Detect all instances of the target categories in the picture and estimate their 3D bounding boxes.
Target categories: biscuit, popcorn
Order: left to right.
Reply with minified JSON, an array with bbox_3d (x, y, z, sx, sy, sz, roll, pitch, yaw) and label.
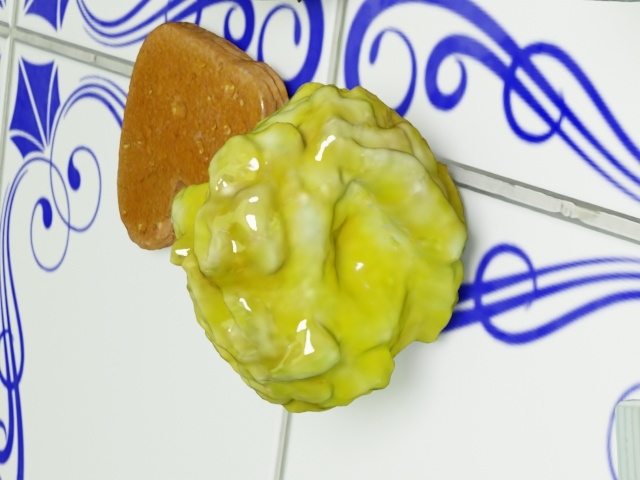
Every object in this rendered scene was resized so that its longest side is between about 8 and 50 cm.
[{"bbox_3d":[-0.090,-0.062,1.227,0.192,0.036,0.186,35,121,48],"label":"biscuit"},{"bbox_3d":[-0.005,-0.001,0.996,0.155,0.197,0.198,35,118,50],"label":"popcorn"}]

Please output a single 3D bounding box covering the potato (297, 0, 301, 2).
[{"bbox_3d":[-0.043,-0.290,1.031,0.246,0.196,0.300,58,132,34],"label":"potato"}]

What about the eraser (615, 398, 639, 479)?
[{"bbox_3d":[0.202,0.188,0.817,0.095,0.052,0.225,-8,84,52],"label":"eraser"}]

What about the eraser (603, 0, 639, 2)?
[{"bbox_3d":[0.181,-0.254,0.732,0.104,0.189,0.290,-171,81,-83],"label":"eraser"}]
